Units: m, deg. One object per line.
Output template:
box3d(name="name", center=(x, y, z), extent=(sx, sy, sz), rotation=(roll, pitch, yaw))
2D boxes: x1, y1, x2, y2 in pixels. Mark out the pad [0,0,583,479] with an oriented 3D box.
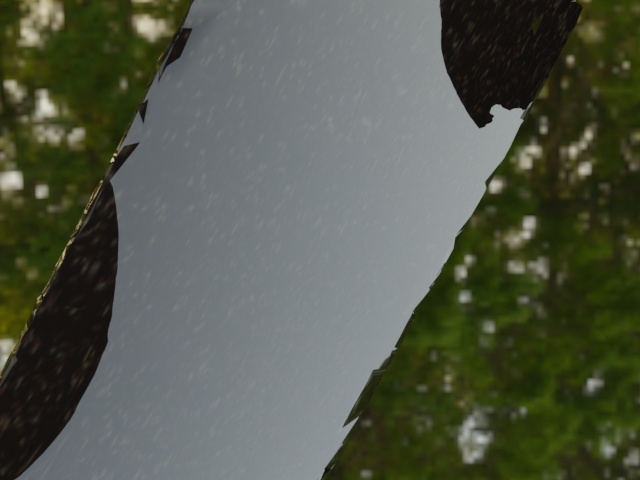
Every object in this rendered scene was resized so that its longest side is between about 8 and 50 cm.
box3d(name="pad", center=(0.000, 0.000, 0.490), extent=(0.004, 0.220, 0.330), rotation=(31, -172, 17))
